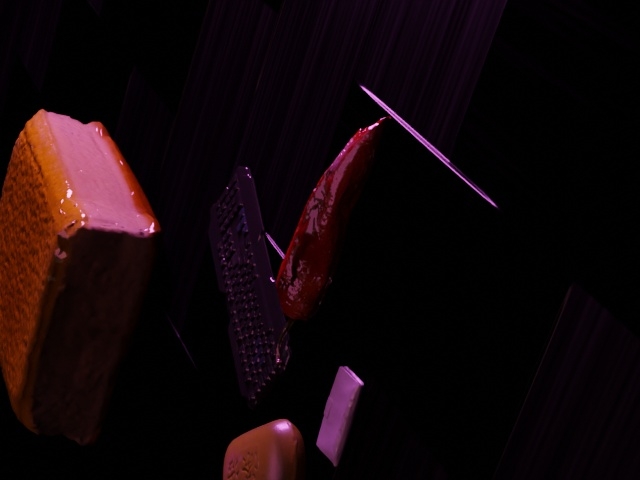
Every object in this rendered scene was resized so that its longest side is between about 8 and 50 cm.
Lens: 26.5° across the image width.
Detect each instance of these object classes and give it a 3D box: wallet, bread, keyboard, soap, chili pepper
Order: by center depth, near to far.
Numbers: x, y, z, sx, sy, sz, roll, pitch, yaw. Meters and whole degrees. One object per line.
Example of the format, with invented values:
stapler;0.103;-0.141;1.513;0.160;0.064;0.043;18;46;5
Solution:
wallet;0.017;0.158;1.218;0.044;0.011;0.083;43;121;58
chili pepper;0.000;0.000;1.251;0.059;0.050;0.268;-102;31;-62
soap;-0.057;0.223;1.305;0.140;0.045;0.089;-33;51;55
keyboard;-0.077;0.046;1.417;0.106;0.016;0.262;-54;38;42
bread;-0.329;0.042;1.762;0.333;0.143;0.323;58;134;51
